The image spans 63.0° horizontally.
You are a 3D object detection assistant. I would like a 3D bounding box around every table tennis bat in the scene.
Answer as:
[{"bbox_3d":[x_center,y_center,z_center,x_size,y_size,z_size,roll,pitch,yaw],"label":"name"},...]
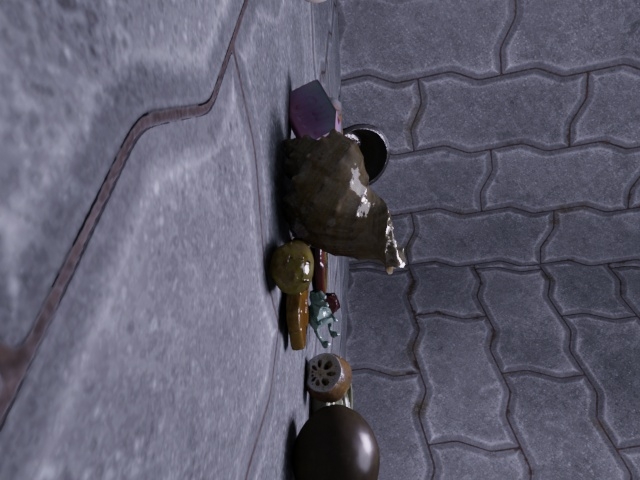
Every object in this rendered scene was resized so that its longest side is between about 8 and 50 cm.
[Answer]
[{"bbox_3d":[0.000,0.000,1.529,0.414,0.051,0.267,86,6,-58],"label":"table tennis bat"}]

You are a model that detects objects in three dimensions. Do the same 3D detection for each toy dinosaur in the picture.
[{"bbox_3d":[0.008,0.234,1.403,0.383,0.076,0.129,96,-24,-67],"label":"toy dinosaur"}]

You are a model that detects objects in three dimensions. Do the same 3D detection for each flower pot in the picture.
[{"bbox_3d":[0.128,-0.354,2.101,0.166,0.269,0.268,-128,-150,-59],"label":"flower pot"}]

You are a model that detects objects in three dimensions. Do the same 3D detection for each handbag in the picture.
[{"bbox_3d":[0.037,0.472,1.515,0.316,0.109,0.252,53,33,-71],"label":"handbag"}]

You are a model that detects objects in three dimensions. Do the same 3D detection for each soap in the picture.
[{"bbox_3d":[-0.014,-0.252,1.099,0.149,0.100,0.056,64,2,22],"label":"soap"}]

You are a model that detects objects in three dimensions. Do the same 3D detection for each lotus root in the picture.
[{"bbox_3d":[0.020,0.343,1.318,0.081,0.113,0.122,69,20,-53],"label":"lotus root"}]

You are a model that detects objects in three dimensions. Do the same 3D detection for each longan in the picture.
[{"bbox_3d":[0.031,0.449,1.070,0.198,0.198,0.212,-63,154,-79],"label":"longan"}]

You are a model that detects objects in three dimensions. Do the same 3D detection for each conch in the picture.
[{"bbox_3d":[0.025,-0.061,1.025,0.263,0.187,0.323,38,27,-84],"label":"conch"}]

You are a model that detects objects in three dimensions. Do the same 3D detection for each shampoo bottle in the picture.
[{"bbox_3d":[0.029,0.201,1.672,0.236,0.067,0.068,24,63,-86],"label":"shampoo bottle"}]

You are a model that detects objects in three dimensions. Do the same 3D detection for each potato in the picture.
[{"bbox_3d":[-0.046,0.044,0.887,0.138,0.070,0.091,-49,139,-82],"label":"potato"}]

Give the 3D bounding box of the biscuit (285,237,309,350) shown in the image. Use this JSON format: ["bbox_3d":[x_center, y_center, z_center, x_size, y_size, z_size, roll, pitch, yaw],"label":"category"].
[{"bbox_3d":[-0.047,0.094,1.057,0.184,0.035,0.248,84,7,-51],"label":"biscuit"}]

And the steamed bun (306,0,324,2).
[{"bbox_3d":[0.007,-0.684,1.234,0.177,0.131,0.227,63,28,-76],"label":"steamed bun"}]

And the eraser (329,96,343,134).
[{"bbox_3d":[0.023,-0.299,1.606,0.171,0.087,0.290,88,6,-46],"label":"eraser"}]
